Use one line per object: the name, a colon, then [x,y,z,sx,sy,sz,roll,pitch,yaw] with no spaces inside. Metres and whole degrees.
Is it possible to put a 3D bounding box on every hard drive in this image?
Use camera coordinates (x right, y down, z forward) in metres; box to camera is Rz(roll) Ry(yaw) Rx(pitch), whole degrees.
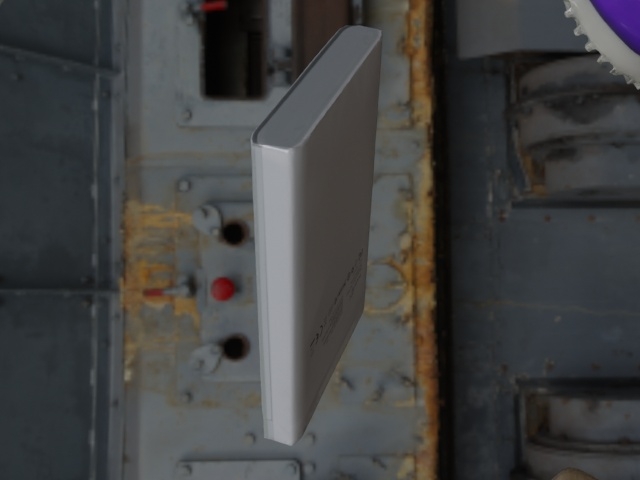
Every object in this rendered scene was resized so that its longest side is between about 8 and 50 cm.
hard drive: [0.000,0.000,0.738,0.203,0.040,0.308,-59,-23,-48]

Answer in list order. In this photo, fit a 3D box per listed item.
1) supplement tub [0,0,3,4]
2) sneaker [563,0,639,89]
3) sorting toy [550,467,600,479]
supplement tub: [-0.354,-0.260,0.682,0.316,0.228,0.228,-85,-2,-47]
sneaker: [0.258,-0.140,0.508,0.146,0.293,0.102,-36,31,37]
sorting toy: [0.135,0.239,0.227,0.089,0.255,0.257,-56,4,40]
